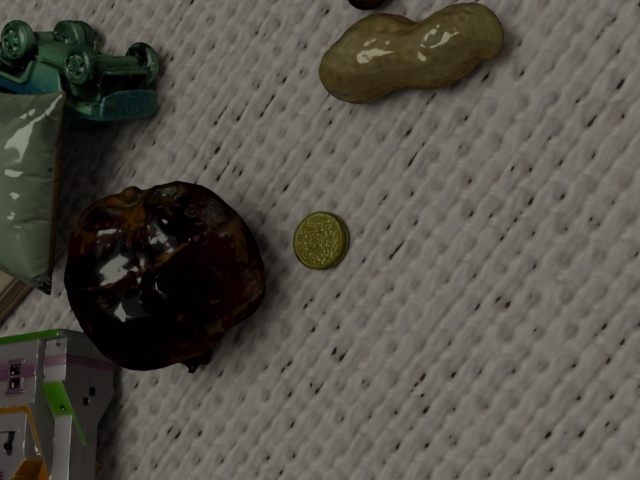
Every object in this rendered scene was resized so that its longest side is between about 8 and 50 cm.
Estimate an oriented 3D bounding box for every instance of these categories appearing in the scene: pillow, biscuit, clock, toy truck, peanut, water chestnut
[{"bbox_3d":[-0.515,-0.101,1.686,0.312,0.119,0.310,15,100,33],"label":"pillow"},{"bbox_3d":[0.000,0.000,1.504,0.084,0.023,0.083,-5,81,30],"label":"biscuit"},{"bbox_3d":[-0.439,0.307,1.648,0.235,0.166,0.309,-10,70,30],"label":"clock"},{"bbox_3d":[-0.391,-0.259,1.709,0.279,0.155,0.156,25,113,31],"label":"toy truck"},{"bbox_3d":[0.116,-0.249,1.425,0.263,0.101,0.117,-4,101,30],"label":"peanut"},{"bbox_3d":[-0.220,0.056,1.513,0.289,0.244,0.289,-1,71,3],"label":"water chestnut"}]

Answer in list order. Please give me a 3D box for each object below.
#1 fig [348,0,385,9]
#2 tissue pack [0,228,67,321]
[{"bbox_3d":[0.085,-0.376,1.484,0.125,0.089,0.088,-28,68,1],"label":"fig"},{"bbox_3d":[-0.580,0.060,1.821,0.325,0.071,0.170,-45,61,18],"label":"tissue pack"}]
